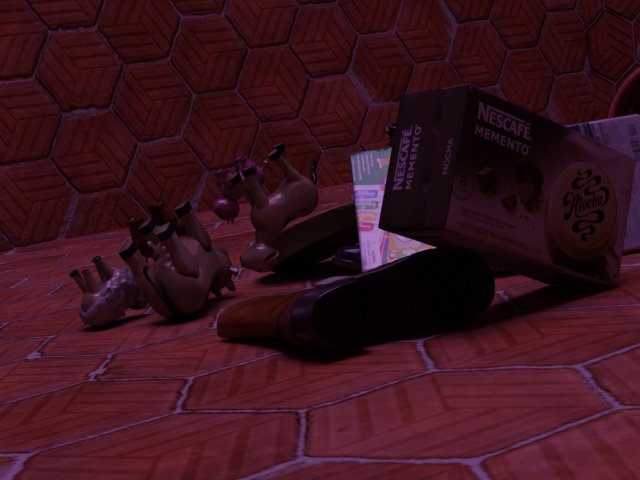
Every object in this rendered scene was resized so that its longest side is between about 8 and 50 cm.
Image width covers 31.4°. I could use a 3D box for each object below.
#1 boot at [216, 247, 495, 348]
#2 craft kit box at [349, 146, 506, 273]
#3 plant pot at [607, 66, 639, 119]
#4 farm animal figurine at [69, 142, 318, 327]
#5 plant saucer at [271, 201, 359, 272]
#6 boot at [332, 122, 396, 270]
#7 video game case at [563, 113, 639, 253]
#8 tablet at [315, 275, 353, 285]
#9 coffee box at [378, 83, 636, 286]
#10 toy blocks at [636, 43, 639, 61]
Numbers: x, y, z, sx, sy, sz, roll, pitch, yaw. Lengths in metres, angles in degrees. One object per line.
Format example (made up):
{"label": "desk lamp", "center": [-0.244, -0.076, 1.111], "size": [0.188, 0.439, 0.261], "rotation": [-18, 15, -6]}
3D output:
{"label": "boot", "center": [0.040, 0.081, 1.388], "size": [0.264, 0.096, 0.280], "rotation": [-20, 3, -25]}
{"label": "craft kit box", "center": [0.174, -0.046, 1.679], "size": [0.246, 0.061, 0.250], "rotation": [-7, 47, 2]}
{"label": "plant pot", "center": [0.708, -0.204, 2.139], "size": [0.272, 0.273, 0.265], "rotation": [-5, -1, 30]}
{"label": "farm animal figurine", "center": [-0.171, 0.018, 1.734], "size": [0.330, 0.172, 0.327], "rotation": [-21, 17, 35]}
{"label": "plant saucer", "center": [0.000, 0.000, 1.920], "size": [0.240, 0.037, 0.241], "rotation": [-23, -11, -5]}
{"label": "boot", "center": [0.131, -0.074, 1.825], "size": [0.262, 0.229, 0.091], "rotation": [-10, 7, -11]}
{"label": "video game case", "center": [0.398, -0.075, 1.639], "size": [0.183, 0.201, 0.023], "rotation": [-10, -17, -7]}
{"label": "tablet", "center": [0.039, 0.061, 1.765], "size": [0.083, 0.006, 0.054], "rotation": [-5, 8, 37]}
{"label": "coffee box", "center": [0.227, -0.058, 1.355], "size": [0.297, 0.168, 0.118], "rotation": [18, -11, -35]}
{"label": "toy blocks", "center": [0.672, -0.180, 1.748], "size": [0.260, 0.309, 0.288], "rotation": [-6, 2, -44]}
